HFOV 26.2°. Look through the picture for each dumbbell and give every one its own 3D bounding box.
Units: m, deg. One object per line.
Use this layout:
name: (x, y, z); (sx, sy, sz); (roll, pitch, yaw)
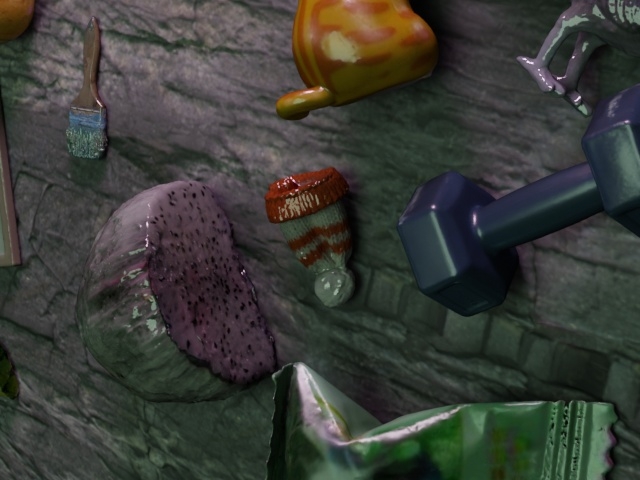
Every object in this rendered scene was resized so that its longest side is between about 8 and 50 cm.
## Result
dumbbell: (0.238, -0.037, 1.425); (0.316, 0.156, 0.144); (-25, 111, 36)

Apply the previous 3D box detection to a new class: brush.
brush: (-0.317, -0.209, 1.886); (0.070, 0.021, 0.196); (11, 102, 33)

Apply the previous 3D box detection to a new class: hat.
hat: (0.000, 0.000, 1.655); (0.112, 0.093, 0.162); (-11, 108, 46)

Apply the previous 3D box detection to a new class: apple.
apple: (-0.476, -0.342, 1.918); (0.146, 0.146, 0.146); (5, 99, 36)

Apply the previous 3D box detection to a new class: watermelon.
watermelon: (-0.529, 0.171, 2.086); (0.181, 0.075, 0.092); (9, 145, 37)

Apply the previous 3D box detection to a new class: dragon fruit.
dragon fruit: (-0.217, 0.085, 1.740); (0.221, 0.204, 0.283); (-24, 81, 37)

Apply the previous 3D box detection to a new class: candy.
candy: (0.124, 0.285, 1.547); (0.397, 0.172, 0.263); (6, 104, 23)

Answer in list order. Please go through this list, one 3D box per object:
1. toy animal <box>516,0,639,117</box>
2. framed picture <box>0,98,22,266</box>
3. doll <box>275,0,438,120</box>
toy animal: (0.281, -0.234, 1.403); (0.367, 0.081, 0.206); (29, 99, 31)
framed picture: (-0.559, -0.122, 2.075); (0.247, 0.022, 0.335); (-4, 93, 36)
doll: (0.036, -0.275, 1.536); (0.166, 0.162, 0.270); (-16, 75, 57)
